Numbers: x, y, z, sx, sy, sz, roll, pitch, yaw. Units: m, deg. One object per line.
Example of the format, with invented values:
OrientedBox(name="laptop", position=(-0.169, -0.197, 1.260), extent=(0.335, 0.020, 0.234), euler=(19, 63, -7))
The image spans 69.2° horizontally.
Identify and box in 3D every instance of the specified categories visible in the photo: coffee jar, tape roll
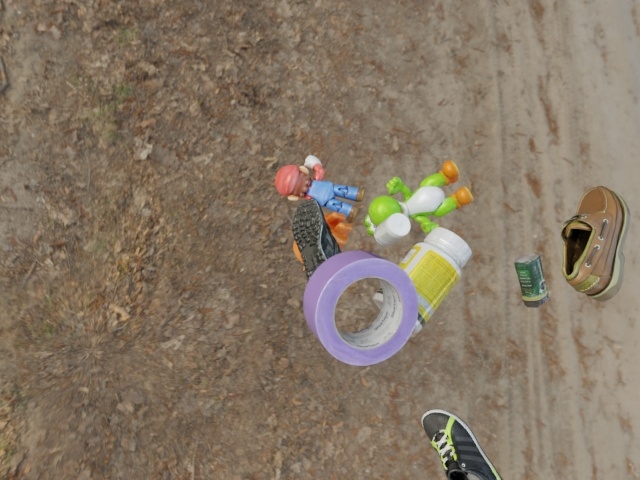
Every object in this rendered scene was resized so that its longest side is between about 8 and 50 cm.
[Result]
OrientedBox(name="coffee jar", position=(0.769, 0.148, 1.688), extent=(0.096, 0.079, 0.184), euler=(-23, 101, -38))
OrientedBox(name="tape roll", position=(0.070, 0.116, 0.814), extent=(0.189, 0.080, 0.188), euler=(-3, 99, -16))

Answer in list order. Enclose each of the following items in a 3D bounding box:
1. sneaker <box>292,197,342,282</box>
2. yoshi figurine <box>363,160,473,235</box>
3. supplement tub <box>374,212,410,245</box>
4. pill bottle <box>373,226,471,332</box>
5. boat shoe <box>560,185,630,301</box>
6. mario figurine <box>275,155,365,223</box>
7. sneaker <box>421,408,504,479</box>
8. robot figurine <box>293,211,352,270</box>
OrientedBox(name="sneaker", position=(0.002, 0.015, 1.392), extent=(0.124, 0.107, 0.283), euler=(4, 73, -56))
OrientedBox(name="yoshi figurine", position=(0.309, -0.122, 1.555), extent=(0.362, 0.203, 0.203), euler=(-26, 124, 9))
OrientedBox(name="supplement tub", position=(0.204, -0.030, 1.330), extent=(0.071, 0.107, 0.070), euler=(5, 74, -16))
OrientedBox(name="pill bottle", position=(0.218, 0.080, 0.980), extent=(0.119, 0.119, 0.208), euler=(43, 78, -11))
OrientedBox(name="boat shoe", position=(0.600, -0.019, 1.029), extent=(0.105, 0.110, 0.307), euler=(27, 53, -5))
OrientedBox(name="mario figurine", position=(-0.008, -0.175, 1.656), extent=(0.321, 0.170, 0.198), euler=(22, 48, 6))
OrientedBox(name="sneaker", position=(0.286, 0.445, 0.949), extent=(0.097, 0.234, 0.084), euler=(12, 116, -45))
OrientedBox(name="robot figurine", position=(-0.001, -0.002, 1.502), extent=(0.158, 0.219, 0.128), euler=(42, 25, -13))
